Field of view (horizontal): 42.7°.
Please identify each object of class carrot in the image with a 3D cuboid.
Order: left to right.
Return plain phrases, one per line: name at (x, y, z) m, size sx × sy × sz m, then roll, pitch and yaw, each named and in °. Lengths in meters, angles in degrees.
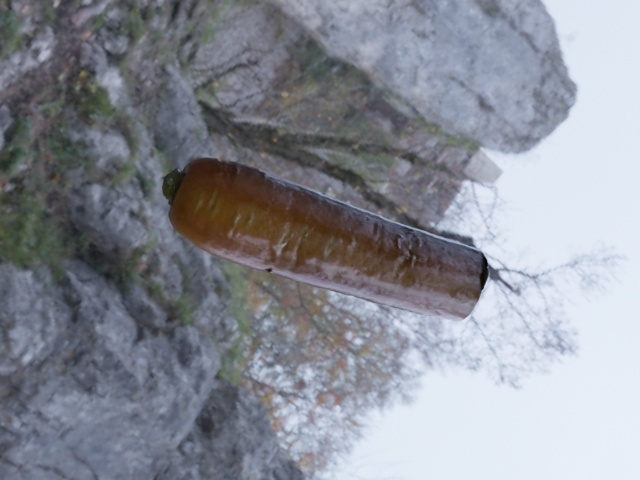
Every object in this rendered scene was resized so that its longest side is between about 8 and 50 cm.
carrot at (0.000, 0.000, 0.557) m, size 0.067 × 0.225 × 0.067 m, roll -162°, pitch -90°, yaw -81°
